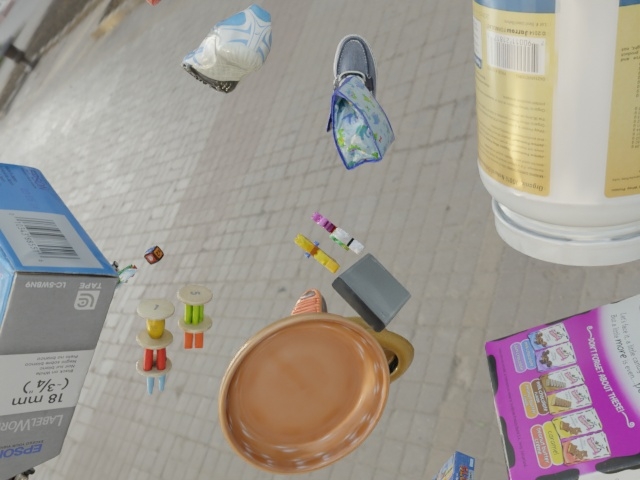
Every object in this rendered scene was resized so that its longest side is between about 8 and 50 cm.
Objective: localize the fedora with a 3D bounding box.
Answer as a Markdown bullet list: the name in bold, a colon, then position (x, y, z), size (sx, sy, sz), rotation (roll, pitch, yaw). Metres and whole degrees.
- **fedora**: position (0.061, 0.186, 1.127), size (0.194, 0.194, 0.079), rotation (-37, 36, 28)

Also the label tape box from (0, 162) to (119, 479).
- **label tape box**: position (-0.354, 0.113, 0.702), size (0.240, 0.106, 0.334), rotation (40, 115, 39)

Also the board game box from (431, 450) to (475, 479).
- **board game box**: position (0.183, 0.446, 1.041), size (0.136, 0.035, 0.201), rotation (-67, -1, -49)

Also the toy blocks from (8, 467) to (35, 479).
- **toy blocks**: position (-0.526, 0.385, 0.750), size (0.309, 0.260, 0.288), rotation (-56, 28, -11)

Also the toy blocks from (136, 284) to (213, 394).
- **toy blocks**: position (-0.219, 0.153, 0.985), size (0.054, 0.123, 0.148), rotation (28, 122, 36)

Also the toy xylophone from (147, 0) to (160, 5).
- **toy xylophone**: position (-0.160, -0.481, 0.943), size (0.236, 0.081, 0.323), rotation (-49, 3, 43)

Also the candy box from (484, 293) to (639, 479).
- **candy box**: position (0.247, 0.110, 0.464), size (0.233, 0.071, 0.159), rotation (-22, 25, 18)

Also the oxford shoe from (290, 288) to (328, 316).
- **oxford shoe**: position (-0.009, 0.305, 1.669), size (0.130, 0.132, 0.364), rotation (-19, 60, 43)

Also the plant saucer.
- **plant saucer**: position (-0.019, 0.170, 0.740), size (0.200, 0.200, 0.037), rotation (-54, 25, 4)

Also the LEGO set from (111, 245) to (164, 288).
- **LEGO set**: position (-0.354, 0.100, 1.037), size (0.244, 0.060, 0.182), rotation (-46, 25, -29)

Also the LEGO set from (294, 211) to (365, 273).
- **LEGO set**: position (0.000, 0.000, 1.280), size (0.087, 0.093, 0.227), rotation (-52, 14, 0)

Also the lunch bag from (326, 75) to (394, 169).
- **lunch bag**: position (0.069, -0.228, 1.244), size (0.096, 0.151, 0.129), rotation (-13, 22, 23)

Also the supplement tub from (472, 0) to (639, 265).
- **supplement tub**: position (0.174, -0.099, 0.427), size (0.144, 0.200, 0.144), rotation (-7, 30, 4)

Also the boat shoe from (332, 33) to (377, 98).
- **boat shoe**: position (0.092, -0.404, 1.750), size (0.127, 0.158, 0.340), rotation (-4, 86, 6)

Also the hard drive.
- **hard drive**: position (0.076, 0.072, 0.944), size (0.022, 0.094, 0.135), rotation (-48, -7, 24)

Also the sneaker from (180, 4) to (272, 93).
- **sneaker**: position (-0.134, -0.273, 0.946), size (0.237, 0.085, 0.086), rotation (3, 66, 60)
